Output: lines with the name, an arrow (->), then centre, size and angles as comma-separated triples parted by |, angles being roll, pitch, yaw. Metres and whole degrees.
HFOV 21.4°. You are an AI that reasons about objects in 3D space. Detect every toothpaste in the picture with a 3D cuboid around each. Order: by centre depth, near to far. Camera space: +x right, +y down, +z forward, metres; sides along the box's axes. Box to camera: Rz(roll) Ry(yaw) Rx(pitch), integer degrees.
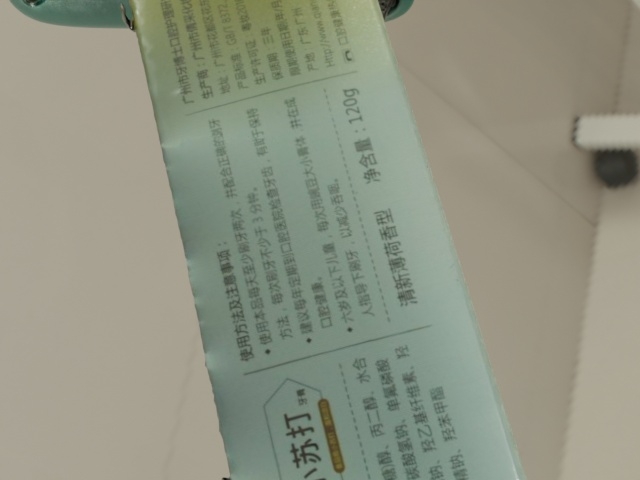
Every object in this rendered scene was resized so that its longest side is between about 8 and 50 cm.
toothpaste -> 0.000, 0.000, 0.532 | 0.089, 0.071, 0.313 | -14, 59, -1

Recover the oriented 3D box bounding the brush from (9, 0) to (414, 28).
brush -> -0.053, -0.097, 0.681 | 0.193, 0.043, 0.032 | 1, 43, 27
